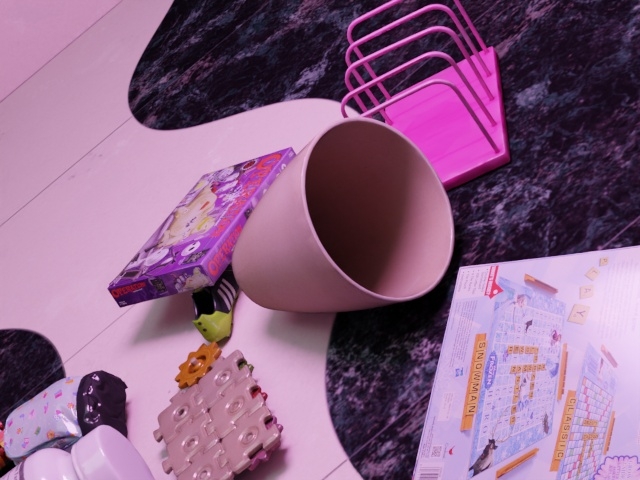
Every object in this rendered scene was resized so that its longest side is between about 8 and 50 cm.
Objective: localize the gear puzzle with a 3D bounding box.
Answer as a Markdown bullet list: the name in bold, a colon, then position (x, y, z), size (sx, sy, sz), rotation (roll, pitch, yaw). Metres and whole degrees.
- **gear puzzle**: position (-0.151, 0.248, 1.715), size (0.175, 0.044, 0.339), rotation (-40, 29, 3)

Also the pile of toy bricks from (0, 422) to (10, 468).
- **pile of toy bricks**: position (-0.530, 0.388, 1.894), size (0.105, 0.118, 0.212), rotation (41, 67, 19)

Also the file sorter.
- **file sorter**: position (0.147, -0.226, 1.851), size (0.202, 0.182, 0.291), rotation (-25, 35, 22)

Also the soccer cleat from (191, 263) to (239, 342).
- **soccer cleat**: position (-0.166, 0.082, 1.899), size (0.060, 0.072, 0.179), rotation (-28, 34, 19)

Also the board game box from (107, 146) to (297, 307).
- **board game box**: position (-0.185, -0.026, 2.010), size (0.208, 0.056, 0.347), rotation (-10, 29, 32)

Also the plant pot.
- **plant pot**: position (0.000, 0.000, 1.702), size (0.274, 0.256, 0.256), rotation (-29, 30, 48)

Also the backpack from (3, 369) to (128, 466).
- **backpack**: position (-0.384, 0.283, 1.839), size (0.182, 0.115, 0.152), rotation (-31, 35, 20)

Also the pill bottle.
- **pill bottle**: position (-0.381, 0.392, 1.641), size (0.318, 0.176, 0.176), rotation (-37, 32, 5)

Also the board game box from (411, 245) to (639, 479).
- **board game box**: position (0.264, 0.163, 1.308), size (0.318, 0.066, 0.319), rotation (-8, 55, 41)
